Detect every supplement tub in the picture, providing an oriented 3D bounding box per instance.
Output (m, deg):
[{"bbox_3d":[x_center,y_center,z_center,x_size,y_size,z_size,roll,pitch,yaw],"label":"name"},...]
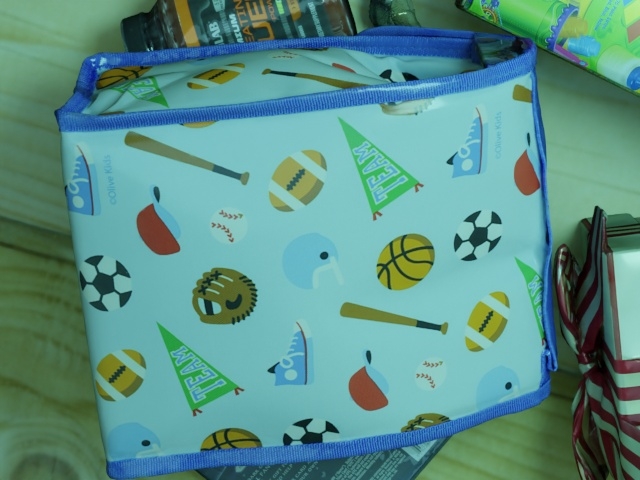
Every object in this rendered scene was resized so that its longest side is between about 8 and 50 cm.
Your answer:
[{"bbox_3d":[-0.073,-0.192,1.551,0.198,0.106,0.106,-18,97,5],"label":"supplement tub"}]

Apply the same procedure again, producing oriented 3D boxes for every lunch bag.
[{"bbox_3d":[0.000,0.000,1.464,0.385,0.239,0.328,-6,112,2],"label":"lunch bag"}]

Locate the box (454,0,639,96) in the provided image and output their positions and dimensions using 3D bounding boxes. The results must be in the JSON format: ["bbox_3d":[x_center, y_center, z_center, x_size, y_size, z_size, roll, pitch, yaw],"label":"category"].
[{"bbox_3d":[0.302,-0.267,1.488,0.279,0.177,0.290,26,98,-2],"label":"box"}]

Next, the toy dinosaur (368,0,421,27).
[{"bbox_3d":[0.078,-0.305,1.554,0.118,0.064,0.268,-12,94,11],"label":"toy dinosaur"}]

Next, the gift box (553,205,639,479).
[{"bbox_3d":[0.335,0.085,1.495,0.258,0.276,0.255,-7,93,5],"label":"gift box"}]

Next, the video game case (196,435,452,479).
[{"bbox_3d":[-0.036,0.157,1.641,0.274,0.026,0.196,40,98,-2],"label":"video game case"}]
